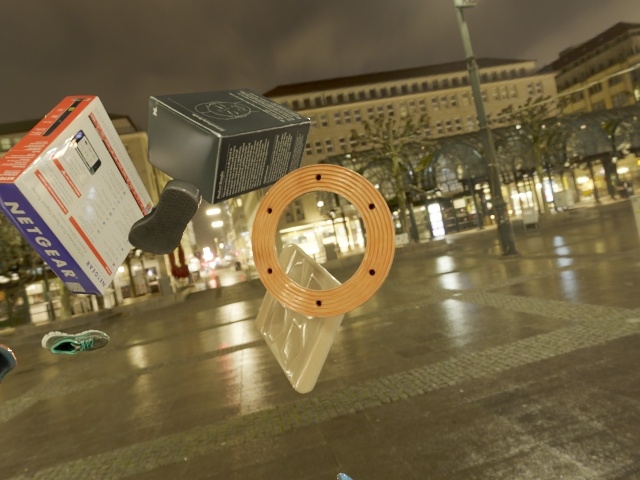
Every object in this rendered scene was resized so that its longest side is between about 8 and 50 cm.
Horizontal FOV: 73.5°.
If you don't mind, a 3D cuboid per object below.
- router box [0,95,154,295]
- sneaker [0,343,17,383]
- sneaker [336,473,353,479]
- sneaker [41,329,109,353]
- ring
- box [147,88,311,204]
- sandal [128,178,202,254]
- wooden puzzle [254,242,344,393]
[{"bbox_3d":[-0.527,-0.097,0.960,0.082,0.336,0.301,2,46,10],"label":"router box"},{"bbox_3d":[-0.545,0.270,0.562,0.148,0.131,0.350,-14,36,11],"label":"sneaker"},{"bbox_3d":[0.127,0.669,1.084,0.082,0.209,0.069,-39,-36,-14],"label":"sneaker"},{"bbox_3d":[-0.678,0.293,1.198,0.166,0.065,0.076,4,8,-40],"label":"sneaker"},{"bbox_3d":[0.000,0.000,0.951,0.336,0.337,0.032,-12,-6,20],"label":"ring"},{"bbox_3d":[-0.273,-0.308,1.323,0.293,0.212,0.395,33,35,23],"label":"box"},{"bbox_3d":[-0.311,-0.044,0.878,0.097,0.055,0.254,33,-46,-26],"label":"sandal"},{"bbox_3d":[-0.052,0.213,1.261,0.080,0.322,0.347,14,13,-35],"label":"wooden puzzle"}]
